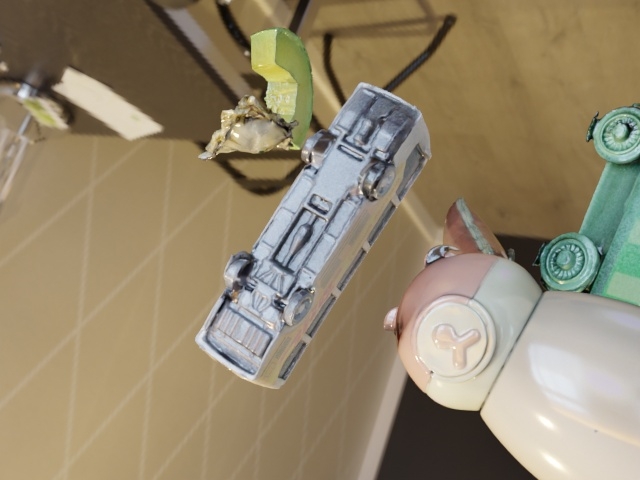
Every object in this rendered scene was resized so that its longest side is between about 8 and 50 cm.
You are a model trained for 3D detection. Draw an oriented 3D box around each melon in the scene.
[{"bbox_3d":[-0.066,-0.257,1.547,0.064,0.210,0.118,9,-163,28],"label":"melon"}]

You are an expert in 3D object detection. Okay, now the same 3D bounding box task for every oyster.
[{"bbox_3d":[-0.072,-0.118,1.000,0.108,0.053,0.165,2,175,-17],"label":"oyster"}]

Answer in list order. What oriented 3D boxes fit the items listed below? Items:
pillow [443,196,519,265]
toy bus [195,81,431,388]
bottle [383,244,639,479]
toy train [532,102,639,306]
[{"bbox_3d":[0.184,0.055,0.998,0.075,0.171,0.179,-12,-159,0],"label":"pillow"},{"bbox_3d":[0.000,0.000,1.003,0.097,0.343,0.138,31,174,24],"label":"toy bus"},{"bbox_3d":[0.160,0.092,0.649,0.236,0.148,0.147,28,162,13],"label":"bottle"},{"bbox_3d":[0.375,-0.021,1.015,0.202,0.301,0.120,19,173,43],"label":"toy train"}]
